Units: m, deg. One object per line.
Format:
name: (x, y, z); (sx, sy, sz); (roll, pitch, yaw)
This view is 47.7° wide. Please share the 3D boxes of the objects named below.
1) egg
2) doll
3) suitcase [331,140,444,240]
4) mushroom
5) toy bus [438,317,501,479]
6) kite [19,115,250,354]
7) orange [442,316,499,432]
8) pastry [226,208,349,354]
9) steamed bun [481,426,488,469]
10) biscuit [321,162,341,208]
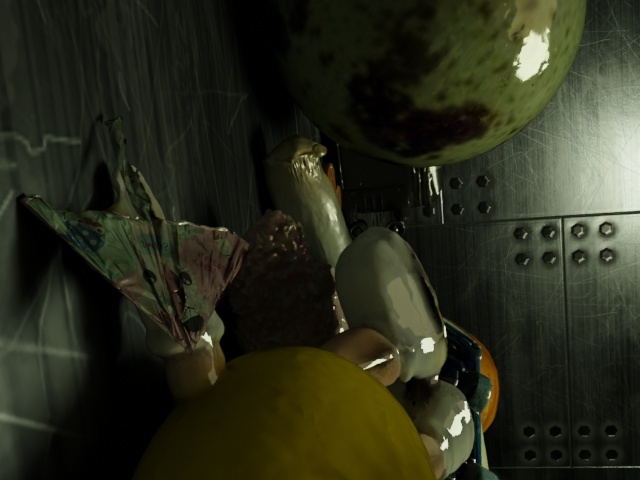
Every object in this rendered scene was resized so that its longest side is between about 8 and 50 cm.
egg: (0.129, -0.265, 0.835); (0.428, 0.345, 0.344); (-35, 124, -49)
doll: (-0.001, 0.135, 0.456); (0.423, 0.161, 0.348); (17, 54, -54)
suitcase: (0.104, -0.241, 1.192); (0.283, 0.194, 0.433); (-68, 151, -68)
mushroom: (0.000, 0.002, 0.816); (0.278, 0.099, 0.096); (71, 12, -45)
toy bus: (0.079, 0.219, 0.799); (0.190, 0.152, 0.312); (-54, -172, 30)
kite: (-0.089, -0.008, 0.375); (0.139, 0.011, 0.156); (11, 46, -50)
orange: (0.220, 0.269, 1.426); (0.226, 0.284, 0.284); (-56, 173, 8)
pastry: (-0.012, 0.079, 0.683); (0.265, 0.103, 0.112); (53, 17, -61)
steamed bun: (0.115, 0.292, 1.043); (0.152, 0.239, 0.169); (-44, -144, 46)
biscuit: (0.009, -0.005, 1.020); (0.250, 0.036, 0.165); (81, 11, -47)
